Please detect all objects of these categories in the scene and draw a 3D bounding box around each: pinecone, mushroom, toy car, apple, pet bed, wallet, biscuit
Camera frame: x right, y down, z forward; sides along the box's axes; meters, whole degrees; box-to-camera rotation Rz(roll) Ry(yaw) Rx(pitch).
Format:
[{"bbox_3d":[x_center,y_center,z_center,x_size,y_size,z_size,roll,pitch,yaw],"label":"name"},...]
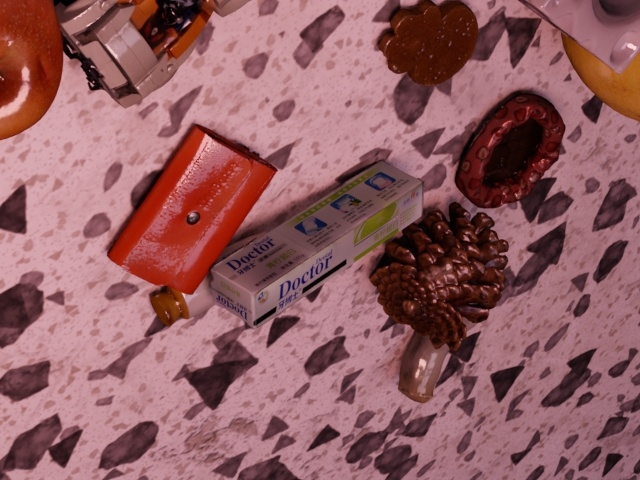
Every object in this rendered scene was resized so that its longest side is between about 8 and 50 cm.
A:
[{"bbox_3d":[0.190,0.043,2.262,0.212,0.168,0.186,-41,104,-15],"label":"pinecone"},{"bbox_3d":[0.201,0.140,2.441,0.099,0.096,0.278,3,127,-45],"label":"mushroom"},{"bbox_3d":[-0.153,-0.289,1.639,0.301,0.118,0.193,-41,142,-8],"label":"toy car"},{"bbox_3d":[-0.342,-0.189,1.503,0.201,0.162,0.201,-27,143,-23],"label":"apple"},{"bbox_3d":[0.285,-0.130,2.291,0.201,0.053,0.201,-27,146,-20],"label":"pet bed"},{"bbox_3d":[-0.158,-0.035,1.924,0.142,0.045,0.204,27,104,-40],"label":"wallet"},{"bbox_3d":[0.143,-0.266,2.034,0.175,0.026,0.124,8,118,-49],"label":"biscuit"}]

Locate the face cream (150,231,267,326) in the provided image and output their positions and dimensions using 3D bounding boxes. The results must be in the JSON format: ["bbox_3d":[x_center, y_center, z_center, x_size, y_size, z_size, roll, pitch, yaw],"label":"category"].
[{"bbox_3d":[-0.140,0.050,2.041,0.182,0.051,0.072,-32,140,-21],"label":"face cream"}]

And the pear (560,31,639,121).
[{"bbox_3d":[0.482,-0.304,2.111,0.314,0.314,0.314,-27,141,-24],"label":"pear"}]

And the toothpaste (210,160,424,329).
[{"bbox_3d":[0.000,0.000,2.050,0.336,0.081,0.067,-34,137,-35],"label":"toothpaste"}]

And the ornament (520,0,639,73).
[{"bbox_3d":[0.320,-0.393,1.902,0.239,0.240,0.240,-53,144,10],"label":"ornament"}]
